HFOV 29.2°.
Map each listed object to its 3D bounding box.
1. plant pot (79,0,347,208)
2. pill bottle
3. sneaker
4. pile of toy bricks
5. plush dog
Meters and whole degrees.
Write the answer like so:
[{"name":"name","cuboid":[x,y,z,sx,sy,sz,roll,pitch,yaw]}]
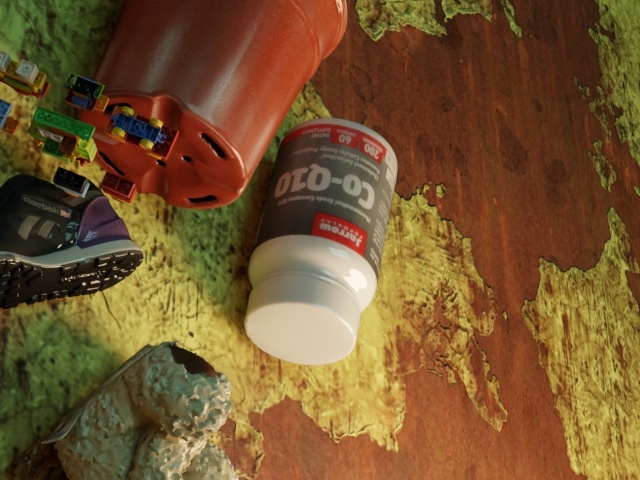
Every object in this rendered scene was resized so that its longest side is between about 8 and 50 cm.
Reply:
[{"name":"plant pot","cuboid":[-0.138,-0.198,1.420,0.272,0.272,0.265,41,54,-28]},{"name":"pill bottle","cuboid":[0.000,0.000,1.535,0.161,0.161,0.283,38,46,-31]},{"name":"sneaker","cuboid":[-0.319,-0.003,1.245,0.283,0.107,0.124,-5,61,-54]},{"name":"pile of toy bricks","cuboid":[-0.262,-0.107,1.290,0.212,0.105,0.118,23,78,1]},{"name":"plush dog","cuboid":[-0.157,0.241,1.223,0.210,0.262,0.225,-40,94,-16]}]
